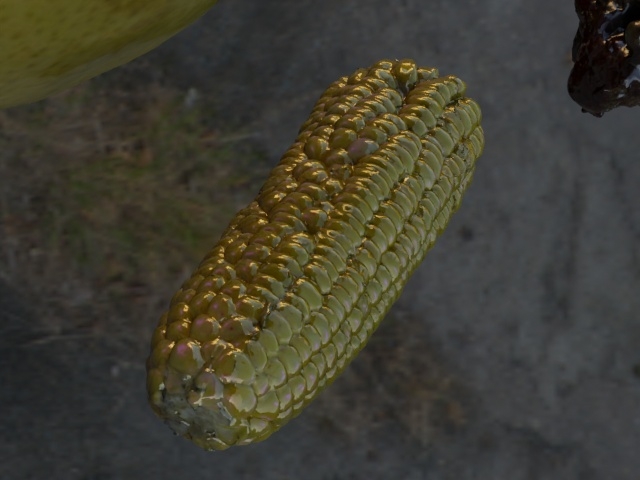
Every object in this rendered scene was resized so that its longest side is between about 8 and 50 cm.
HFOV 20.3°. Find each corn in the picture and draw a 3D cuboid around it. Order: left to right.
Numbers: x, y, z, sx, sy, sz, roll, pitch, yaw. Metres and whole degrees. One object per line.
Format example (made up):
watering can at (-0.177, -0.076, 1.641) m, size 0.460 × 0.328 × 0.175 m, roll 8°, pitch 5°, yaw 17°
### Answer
corn at (0.000, 0.000, 0.892) m, size 0.101 × 0.101 × 0.291 m, roll 63°, pitch 38°, yaw -19°

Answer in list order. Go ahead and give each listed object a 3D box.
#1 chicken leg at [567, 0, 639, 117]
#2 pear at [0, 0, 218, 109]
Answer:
chicken leg at (0.107, -0.085, 0.407) m, size 0.037 × 0.062 × 0.145 m, roll 40°, pitch 93°, yaw -20°
pear at (-0.144, -0.188, 0.567) m, size 0.314 × 0.314 × 0.314 m, roll 5°, pitch 82°, yaw -43°
